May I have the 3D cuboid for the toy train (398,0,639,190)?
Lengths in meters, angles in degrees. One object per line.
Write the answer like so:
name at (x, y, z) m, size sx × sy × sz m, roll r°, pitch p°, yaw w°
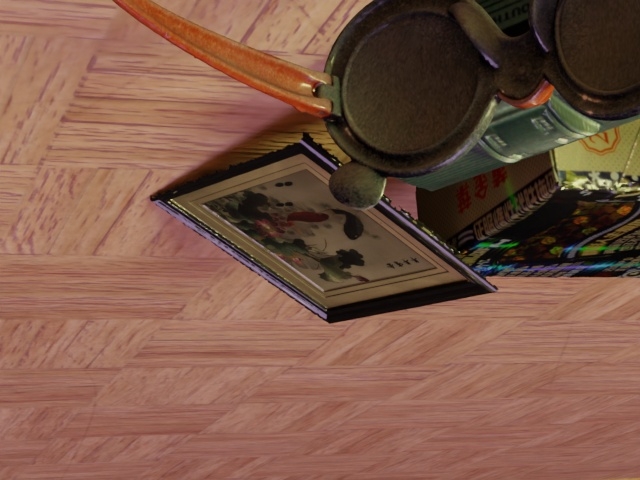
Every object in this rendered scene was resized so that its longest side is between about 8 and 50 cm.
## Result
toy train at (0.199, -0.121, 0.777) m, size 0.409 × 0.089 × 0.086 m, roll -18°, pitch 154°, yaw 36°

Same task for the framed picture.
framed picture at (0.000, 0.000, 1.067) m, size 0.199 × 0.010 × 0.195 m, roll 36°, pitch 151°, yaw -28°

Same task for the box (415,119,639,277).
box at (0.249, -0.037, 1.059) m, size 0.310 × 0.084 × 0.198 m, roll 1°, pitch 162°, yaw -22°

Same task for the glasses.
glasses at (0.012, -0.109, 0.614) m, size 0.234 × 0.118 × 0.268 m, roll -13°, pitch 160°, yaw 43°
